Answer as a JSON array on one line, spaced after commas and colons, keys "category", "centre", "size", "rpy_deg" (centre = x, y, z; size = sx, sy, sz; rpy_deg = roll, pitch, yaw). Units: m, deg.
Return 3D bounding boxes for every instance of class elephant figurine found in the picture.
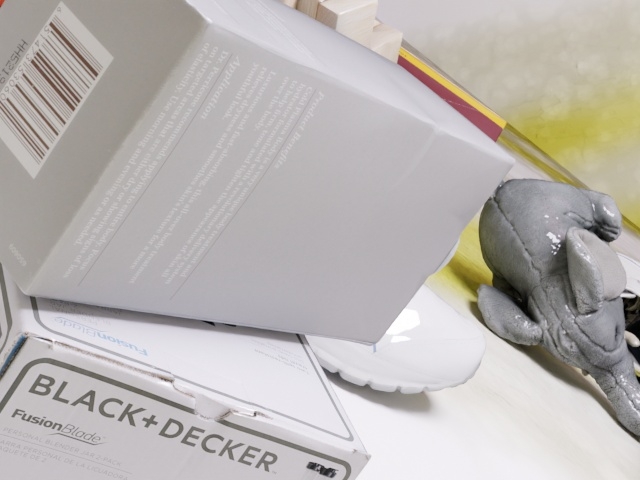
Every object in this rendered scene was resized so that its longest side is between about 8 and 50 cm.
[{"category": "elephant figurine", "centre": [0.243, 0.052, 1.118], "size": [0.186, 0.169, 0.239], "rpy_deg": [5, 37, -4]}]

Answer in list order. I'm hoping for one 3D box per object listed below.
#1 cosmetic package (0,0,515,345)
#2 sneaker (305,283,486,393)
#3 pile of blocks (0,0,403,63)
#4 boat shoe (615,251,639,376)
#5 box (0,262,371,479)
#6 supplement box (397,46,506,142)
[{"category": "cosmetic package", "centre": [-0.030, -0.036, 0.497], "size": [0.107, 0.127, 0.238], "rpy_deg": [45, 16, 30]}, {"category": "sneaker", "centre": [0.000, 0.000, 0.776], "size": [0.297, 0.129, 0.111], "rpy_deg": [33, 14, -12]}, {"category": "pile of blocks", "centre": [-0.115, -0.180, 0.816], "size": [0.362, 0.113, 0.149], "rpy_deg": [0, 40, -14]}, {"category": "boat shoe", "centre": [0.364, 0.088, 1.352], "size": [0.088, 0.096, 0.267], "rpy_deg": [31, 24, -32]}, {"category": "box", "centre": [-0.108, 0.024, 0.557], "size": [0.169, 0.087, 0.290], "rpy_deg": [25, 18, -33]}, {"category": "supplement box", "centre": [0.032, -0.079, 0.982], "size": [0.191, 0.129, 0.194], "rpy_deg": [36, 32, 2]}]
